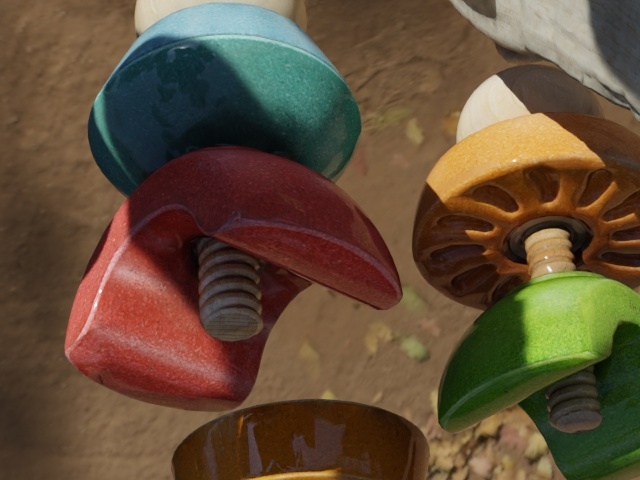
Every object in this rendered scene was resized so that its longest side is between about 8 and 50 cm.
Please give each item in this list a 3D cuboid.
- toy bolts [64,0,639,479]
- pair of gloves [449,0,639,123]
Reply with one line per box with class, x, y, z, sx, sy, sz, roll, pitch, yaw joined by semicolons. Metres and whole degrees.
toy bolts;0.000;0.000;0.468;0.218;0.158;0.228;-31;137;31
pair of gloves;0.067;-0.167;0.381;0.042;0.204;0.240;-10;113;-14
